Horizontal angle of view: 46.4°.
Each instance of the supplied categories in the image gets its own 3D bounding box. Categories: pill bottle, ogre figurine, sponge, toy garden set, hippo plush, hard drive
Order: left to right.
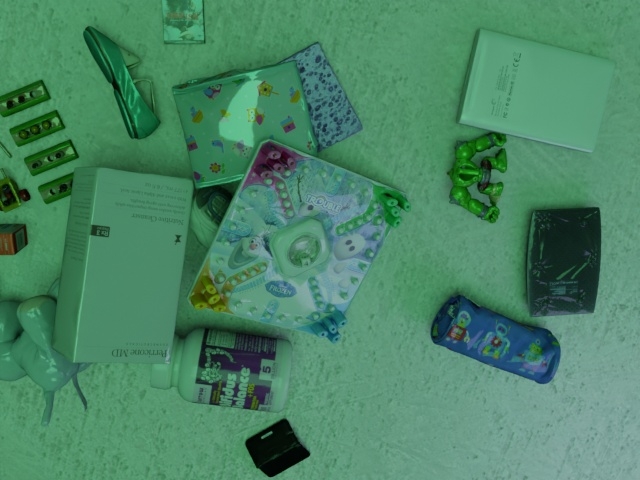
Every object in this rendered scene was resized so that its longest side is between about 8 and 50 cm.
[{"bbox_3d":[-0.635,-0.187,1.586,0.203,0.049,0.244,-21,106,2],"label":"toy garden set"},{"bbox_3d":[-0.616,0.231,1.653,0.236,0.234,0.295,-6,91,29],"label":"hippo plush"},{"bbox_3d":[-0.223,0.288,1.683,0.301,0.169,0.169,8,105,-6],"label":"pill bottle"},{"bbox_3d":[-0.006,-0.306,1.604,0.117,0.031,0.210,-28,106,4],"label":"sponge"},{"bbox_3d":[0.344,-0.146,1.638,0.118,0.097,0.197,7,109,-12],"label":"ogre figurine"},{"bbox_3d":[0.464,-0.320,1.612,0.307,0.040,0.203,11,96,-7],"label":"hard drive"},{"bbox_3d":[0.556,0.047,1.725,0.171,0.054,0.255,-4,106,-3],"label":"hard drive"}]

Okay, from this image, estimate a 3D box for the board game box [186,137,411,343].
[{"bbox_3d":[-0.036,0.022,1.598,0.389,0.050,0.390,18,107,-32],"label":"board game box"}]

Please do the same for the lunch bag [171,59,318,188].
[{"bbox_3d":[-0.148,-0.244,1.547,0.262,0.160,0.224,-11,105,5],"label":"lunch bag"}]

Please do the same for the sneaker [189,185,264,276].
[{"bbox_3d":[-0.191,-0.003,1.645,0.129,0.111,0.297,-14,128,41],"label":"sneaker"}]

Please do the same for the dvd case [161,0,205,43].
[{"bbox_3d":[-0.285,-0.470,1.550,0.087,0.013,0.120,-1,106,-4],"label":"dvd case"}]

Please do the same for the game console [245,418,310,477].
[{"bbox_3d":[-0.105,0.511,1.833,0.122,0.071,0.107,-31,75,4],"label":"game console"}]

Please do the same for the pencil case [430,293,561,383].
[{"bbox_3d":[0.409,0.226,1.733,0.306,0.119,0.133,22,92,-9],"label":"pencil case"}]

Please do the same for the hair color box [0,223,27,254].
[{"bbox_3d":[-0.731,-0.003,1.608,0.167,0.093,0.054,-2,105,-4],"label":"hair color box"}]

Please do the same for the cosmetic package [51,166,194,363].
[{"bbox_3d":[-0.406,0.052,1.530,0.217,0.156,0.385,5,90,-36],"label":"cosmetic package"}]

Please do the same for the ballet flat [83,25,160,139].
[{"bbox_3d":[-0.404,-0.335,1.555,0.087,0.083,0.247,-28,107,-21],"label":"ballet flat"}]
